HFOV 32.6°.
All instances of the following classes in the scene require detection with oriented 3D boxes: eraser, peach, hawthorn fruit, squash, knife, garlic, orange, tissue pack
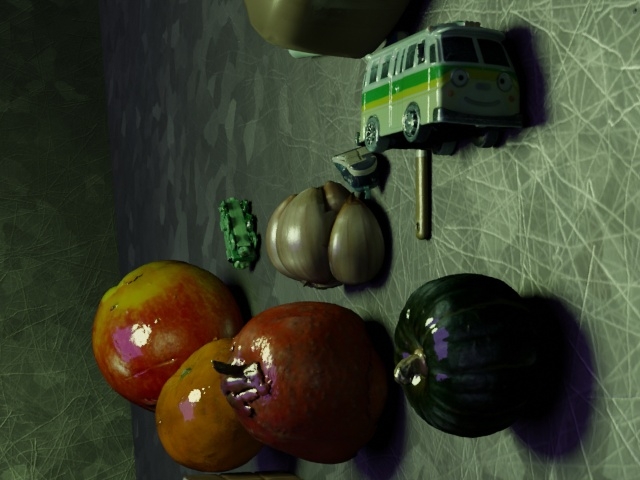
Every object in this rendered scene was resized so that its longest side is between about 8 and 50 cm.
[{"bbox_3d":[0.118,-0.288,1.757,0.084,0.027,0.063,132,136,-60],"label":"eraser"},{"bbox_3d":[-0.335,0.232,2.469,0.370,0.370,0.370,-178,90,-68],"label":"peach"},{"bbox_3d":[-0.048,0.222,1.787,0.276,0.307,0.276,-32,51,50],"label":"hawthorn fruit"},{"bbox_3d":[0.181,0.142,1.371,0.218,0.172,0.218,-166,90,-84],"label":"squash"},{"bbox_3d":[0.152,-0.149,1.676,0.047,0.017,0.298,173,98,-74],"label":"knife"},{"bbox_3d":[0.000,0.000,1.851,0.214,0.160,0.191,-174,72,-73],"label":"garlic"},{"bbox_3d":[-0.198,0.333,2.199,0.284,0.226,0.284,-47,10,11],"label":"orange"},{"bbox_3d":[-0.011,-0.497,1.751,0.387,0.267,0.277,63,142,40],"label":"tissue pack"}]

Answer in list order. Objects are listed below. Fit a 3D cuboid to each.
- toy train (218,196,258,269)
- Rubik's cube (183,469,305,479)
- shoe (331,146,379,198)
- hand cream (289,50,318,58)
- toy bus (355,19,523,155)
[{"bbox_3d":[-0.187,-0.015,2.453,0.104,0.071,0.178,102,159,-44],"label":"toy train"},{"bbox_3d":[-0.134,0.567,2.066,0.221,0.224,0.231,176,95,-68],"label":"Rubik's cube"},{"bbox_3d":[0.062,-0.119,1.852,0.143,0.064,0.071,-133,29,-68],"label":"shoe"},{"bbox_3d":[-0.001,-0.377,2.050,0.174,0.047,0.076,1,88,60],"label":"hand cream"},{"bbox_3d":[0.157,-0.206,1.507,0.276,0.133,0.165,174,97,-68],"label":"toy bus"}]
